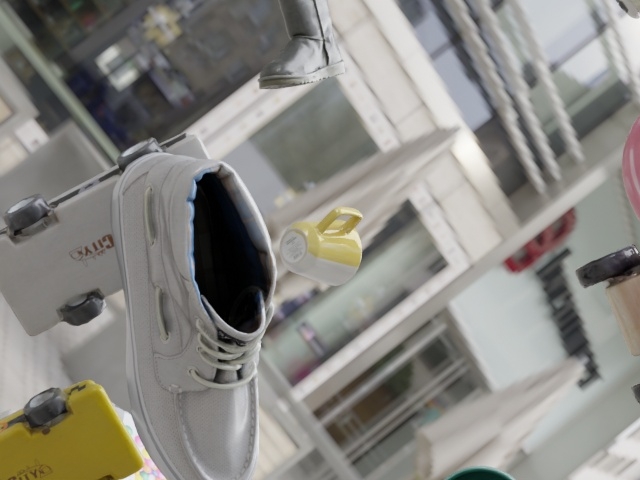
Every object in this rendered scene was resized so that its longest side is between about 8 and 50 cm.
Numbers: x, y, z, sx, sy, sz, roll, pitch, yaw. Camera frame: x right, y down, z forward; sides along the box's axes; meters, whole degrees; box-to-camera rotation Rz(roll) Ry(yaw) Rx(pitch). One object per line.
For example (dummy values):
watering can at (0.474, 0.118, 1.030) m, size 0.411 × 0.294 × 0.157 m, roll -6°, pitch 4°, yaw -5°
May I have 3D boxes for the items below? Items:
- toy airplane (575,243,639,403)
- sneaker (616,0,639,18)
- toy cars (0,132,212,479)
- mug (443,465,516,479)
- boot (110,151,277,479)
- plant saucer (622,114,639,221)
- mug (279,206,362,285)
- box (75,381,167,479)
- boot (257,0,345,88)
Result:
toy airplane at (0.445, 0.003, 1.271) m, size 0.386 × 0.272 × 0.384 m, roll 35°, pitch 45°, yaw -28°
sneaker at (0.500, -0.430, 1.943) m, size 0.110 × 0.292 × 0.118 m, roll 46°, pitch -33°, yaw -16°
toy cars at (-0.199, 0.082, 1.060) m, size 0.176 × 0.394 × 0.087 m, roll 20°, pitch 11°, yaw -15°
mug at (0.188, 0.353, 1.703) m, size 0.129 × 0.157 × 0.097 m, roll 65°, pitch 5°, yaw 12°
boot at (-0.078, 0.068, 0.935) m, size 0.123 × 0.095 × 0.258 m, roll 6°, pitch -69°, yaw 62°
plant saucer at (0.589, -0.096, 1.889) m, size 0.332 × 0.332 × 0.084 m, roll 51°, pitch -25°, yaw 20°
mug at (-0.003, 0.001, 1.264) m, size 0.062 × 0.078 × 0.064 m, roll 18°, pitch 6°, yaw 39°
box at (-0.180, 0.241, 1.295) m, size 0.186 × 0.038 × 0.145 m, roll 39°, pitch 34°, yaw -26°
boot at (-0.041, -0.318, 1.864) m, size 0.189 × 0.076 × 0.209 m, roll -29°, pitch 114°, yaw -57°
